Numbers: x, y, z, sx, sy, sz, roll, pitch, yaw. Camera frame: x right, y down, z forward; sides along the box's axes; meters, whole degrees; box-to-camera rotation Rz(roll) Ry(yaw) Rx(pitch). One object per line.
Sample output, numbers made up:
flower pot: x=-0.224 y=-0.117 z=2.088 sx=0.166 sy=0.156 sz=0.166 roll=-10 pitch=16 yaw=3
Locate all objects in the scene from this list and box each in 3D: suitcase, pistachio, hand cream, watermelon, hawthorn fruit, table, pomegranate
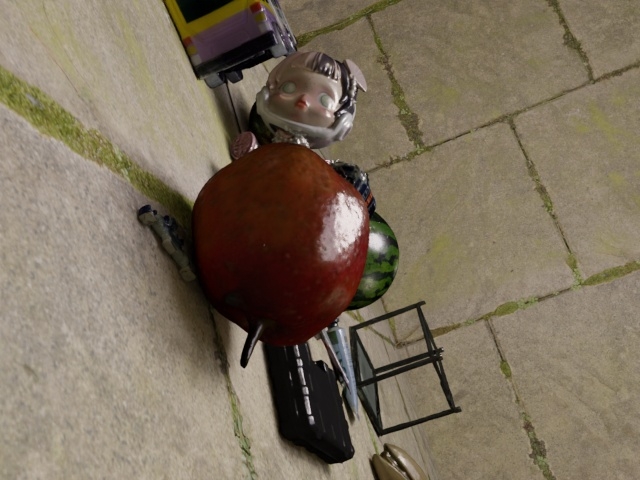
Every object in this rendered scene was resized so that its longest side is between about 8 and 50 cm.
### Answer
suitcase: x=-0.016 y=0.313 z=1.250 sx=0.285 sy=0.066 sz=0.206 roll=56 pitch=15 yaw=-55
pistachio: x=0.218 y=0.650 z=1.734 sx=0.225 sy=0.136 sz=0.136 roll=60 pitch=11 yaw=-12
hand cream: x=0.064 y=0.343 z=1.710 sx=0.091 sy=0.058 sz=0.271 roll=86 pitch=-12 yaw=-81
watermelon: x=0.061 y=0.040 z=1.653 sx=0.285 sy=0.285 sz=0.285 roll=-21 pitch=90 yaw=-81
hawthorn fruit: x=-0.073 y=0.033 z=0.979 sx=0.284 sy=0.285 sz=0.368 roll=60 pitch=32 yaw=-46
table: x=0.261 y=0.398 z=2.037 sx=0.335 sy=0.273 sz=0.222 roll=-90 pitch=158 yaw=-66
pomegranate: x=-0.080 y=-0.295 z=1.773 sx=0.222 sy=0.204 sz=0.276 roll=8 pitch=58 yaw=-58

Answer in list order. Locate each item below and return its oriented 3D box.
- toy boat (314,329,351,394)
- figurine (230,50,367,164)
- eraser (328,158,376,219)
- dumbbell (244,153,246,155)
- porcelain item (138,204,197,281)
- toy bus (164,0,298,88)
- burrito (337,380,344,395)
toy boat: x=0.004 y=0.196 z=1.482 sx=0.318 sy=0.072 sz=0.219 roll=60 pitch=0 yaw=1
figurine: x=-0.058 y=-0.289 z=1.557 sx=0.361 sy=0.253 sz=0.211 roll=-70 pitch=-165 yaw=-10
eraser: x=0.000 y=0.000 z=1.325 sx=0.332 sy=0.102 sz=0.155 roll=-61 pitch=155 yaw=-15
dumbbell: x=-0.092 y=-0.061 z=1.398 sx=0.144 sy=0.156 sz=0.316 roll=40 pitch=-6 yaw=27
porcelain item: x=-0.217 y=-0.009 z=0.925 sx=0.075 sy=0.021 sz=0.136 roll=-105 pitch=171 yaw=-54
toy bus: x=-0.206 y=-0.542 z=1.599 sx=0.440 sy=0.210 sz=0.249 roll=-72 pitch=139 yaw=-73
burrito: x=0.025 y=0.363 z=1.474 sx=0.185 sy=0.041 sz=0.045 roll=-32 pitch=143 yaw=-82
